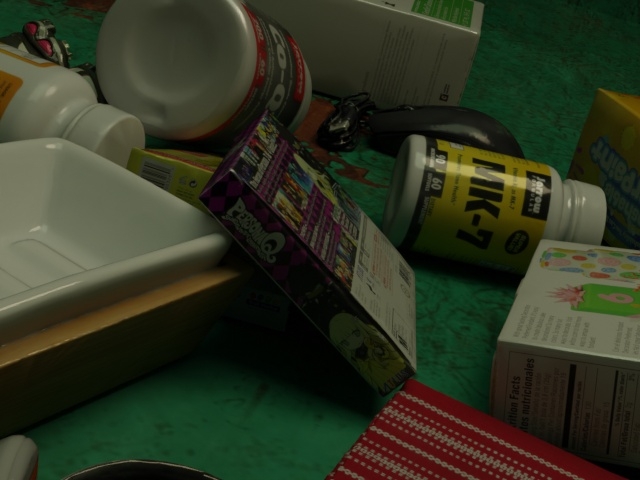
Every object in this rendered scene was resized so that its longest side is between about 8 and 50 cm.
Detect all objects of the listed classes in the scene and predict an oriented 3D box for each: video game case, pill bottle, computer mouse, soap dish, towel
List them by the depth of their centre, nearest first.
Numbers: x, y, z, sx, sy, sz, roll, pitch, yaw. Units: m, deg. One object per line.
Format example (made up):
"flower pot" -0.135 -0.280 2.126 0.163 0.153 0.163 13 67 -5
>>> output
"towel" 0.098 0.193 0.755 0.198 0.031 0.275 23 26 16
"soap dish" -0.225 0.028 0.817 0.228 0.118 0.290 27 27 27
"video game case" 0.000 0.000 0.952 0.210 0.042 0.232 48 15 -11
"pill bottle" -0.291 -0.108 1.056 0.245 0.136 0.136 22 25 16
"pill bottle" 0.177 -0.031 1.184 0.208 0.119 0.119 12 24 -6
"pill bottle" -0.106 -0.174 1.208 0.161 0.161 0.283 21 5 13
"computer mouse" 0.140 -0.141 1.467 0.272 0.072 0.188 17 23 6

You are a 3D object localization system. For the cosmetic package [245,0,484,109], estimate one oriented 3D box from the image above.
"cosmetic package" 0.038 -0.301 1.659 0.365 0.155 0.197 17 26 1

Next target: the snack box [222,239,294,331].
"snack box" -0.087 0.027 1.002 0.141 0.037 0.100 16 24 2

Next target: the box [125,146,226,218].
"box" -0.107 -0.047 1.052 0.087 0.058 0.232 18 7 9

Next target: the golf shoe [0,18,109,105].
"golf shoe" -0.289 -0.138 1.208 0.120 0.105 0.273 -23 38 -23

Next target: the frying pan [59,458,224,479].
"frying pan" -0.041 0.241 0.536 0.197 0.053 0.326 7 41 -41

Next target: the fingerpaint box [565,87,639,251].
"fingerpaint box" 0.541 -0.004 1.284 0.371 0.163 0.445 7 25 -19

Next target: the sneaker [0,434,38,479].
"sneaker" -0.242 0.178 0.504 0.180 0.125 0.321 8 13 -5

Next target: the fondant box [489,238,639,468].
"fondant box" 0.321 0.097 0.933 0.330 0.096 0.238 8 21 16
